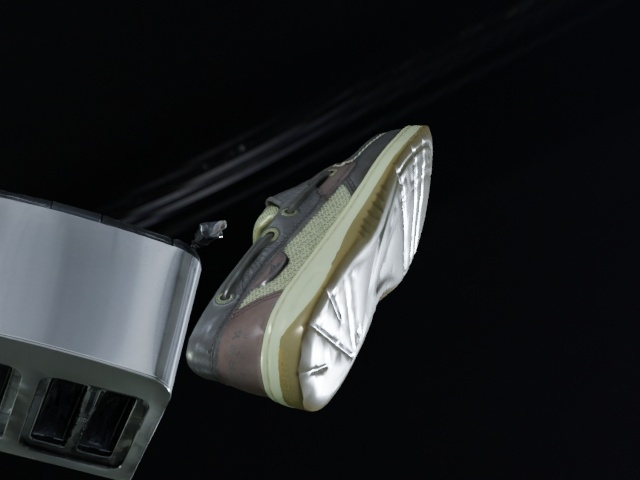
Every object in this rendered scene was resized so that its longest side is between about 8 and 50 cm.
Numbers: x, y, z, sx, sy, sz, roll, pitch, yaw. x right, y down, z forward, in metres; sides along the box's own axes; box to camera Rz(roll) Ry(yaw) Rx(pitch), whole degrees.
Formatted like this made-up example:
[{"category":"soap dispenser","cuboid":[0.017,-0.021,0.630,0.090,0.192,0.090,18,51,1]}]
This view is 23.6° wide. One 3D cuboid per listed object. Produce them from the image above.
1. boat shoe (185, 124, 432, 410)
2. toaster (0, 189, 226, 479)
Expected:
[{"category":"boat shoe","cuboid":[0.000,0.001,0.768,0.073,0.223,0.080,9,-56,17]},{"category":"toaster","cuboid":[-0.167,0.056,0.930,0.168,0.110,0.185,15,-38,-12]}]
